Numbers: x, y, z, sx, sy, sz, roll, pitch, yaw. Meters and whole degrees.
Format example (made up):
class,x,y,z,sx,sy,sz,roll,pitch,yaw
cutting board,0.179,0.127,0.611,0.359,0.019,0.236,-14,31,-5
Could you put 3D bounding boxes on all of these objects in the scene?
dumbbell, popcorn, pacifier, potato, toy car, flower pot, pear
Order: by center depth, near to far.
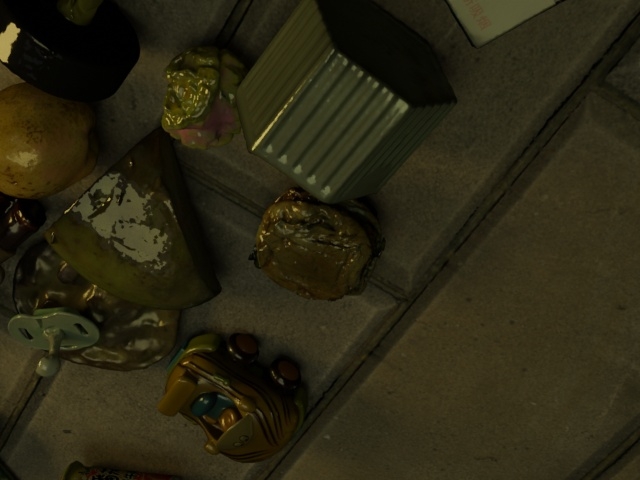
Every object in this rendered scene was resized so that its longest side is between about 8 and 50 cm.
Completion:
class,x,y,z,sx,sy,sz,roll,pitch,yaw
dumbbell,-0.269,-0.349,1.259,0.203,0.204,0.322,36,122,-12
flower pot,0.030,-0.186,1.296,0.209,0.239,0.189,52,125,16
popcorn,-0.156,-0.197,1.382,0.125,0.126,0.145,2,128,3
pear,-0.404,-0.145,1.452,0.178,0.178,0.178,5,123,8
potato,-0.250,0.008,1.506,0.269,0.112,0.255,-40,102,22
pacifier,-0.428,0.168,1.615,0.150,0.117,0.127,-3,146,6
toy car,-0.147,0.275,1.667,0.248,0.142,0.200,31,124,-7

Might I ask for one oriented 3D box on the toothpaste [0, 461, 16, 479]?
class,x,y,z,sx,sy,sz,roll,pitch,yaw
toothpaste,-0.620,0.452,1.945,0.049,0.031,0.204,-17,119,23

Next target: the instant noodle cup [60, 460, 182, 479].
class,x,y,z,sx,sy,sz,roll,pitch,yaw
instant noodle cup,-0.355,0.527,1.823,0.200,0.264,0.264,-2,122,2

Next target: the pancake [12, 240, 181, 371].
class,x,y,z,sx,sy,sz,roll,pitch,yaw
pancake,-0.364,0.102,1.659,0.294,0.049,0.294,3,121,6

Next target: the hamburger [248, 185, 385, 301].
class,x,y,z,sx,sy,sz,roll,pitch,yaw
hamburger,0.000,0.000,1.490,0.183,0.130,0.206,23,142,-2

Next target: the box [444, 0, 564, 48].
class,x,y,z,sx,sy,sz,roll,pitch,yaw
box,0.270,-0.390,1.193,0.310,0.084,0.198,-26,114,25

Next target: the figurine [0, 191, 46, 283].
class,x,y,z,sx,sy,sz,roll,pitch,yaw
figurine,-0.598,0.059,1.585,0.365,0.206,0.218,-33,125,25
